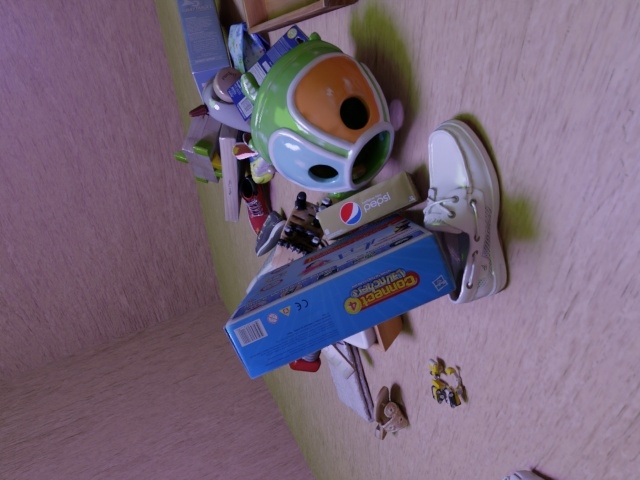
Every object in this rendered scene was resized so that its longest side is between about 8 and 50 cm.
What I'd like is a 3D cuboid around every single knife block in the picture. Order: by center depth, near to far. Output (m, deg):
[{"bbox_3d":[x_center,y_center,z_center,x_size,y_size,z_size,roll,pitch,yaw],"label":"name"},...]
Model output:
[{"bbox_3d":[-0.026,-0.047,0.979,0.276,0.088,0.242,-70,4,-55],"label":"knife block"}]

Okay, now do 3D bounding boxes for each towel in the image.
[{"bbox_3d":[0.083,0.421,1.350,0.187,0.049,0.282,2,110,67],"label":"towel"}]

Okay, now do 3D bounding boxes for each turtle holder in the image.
[{"bbox_3d":[0.003,-0.185,0.793,0.227,0.243,0.320,41,138,21],"label":"turtle holder"}]

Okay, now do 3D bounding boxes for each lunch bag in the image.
[{"bbox_3d":[-0.201,-0.521,1.184,0.129,0.096,0.151,38,151,54],"label":"lunch bag"}]

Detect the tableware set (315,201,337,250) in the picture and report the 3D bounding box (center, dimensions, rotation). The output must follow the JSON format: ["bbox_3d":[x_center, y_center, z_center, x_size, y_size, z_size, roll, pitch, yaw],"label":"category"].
[{"bbox_3d":[0.000,0.000,1.211,0.128,0.039,0.194,51,151,40],"label":"tableware set"}]

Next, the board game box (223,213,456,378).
[{"bbox_3d":[0.028,0.068,0.708,0.302,0.308,0.086,-78,-37,-82],"label":"board game box"}]

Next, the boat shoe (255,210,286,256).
[{"bbox_3d":[-0.187,-0.022,1.537,0.069,0.081,0.228,52,137,11],"label":"boat shoe"}]

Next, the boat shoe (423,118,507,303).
[{"bbox_3d":[0.201,-0.036,0.632,0.098,0.096,0.277,2,110,66],"label":"boat shoe"}]

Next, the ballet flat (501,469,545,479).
[{"bbox_3d":[0.342,0.442,0.723,0.247,0.083,0.087,101,158,-48],"label":"ballet flat"}]

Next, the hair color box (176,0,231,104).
[{"bbox_3d":[-0.349,-0.606,1.312,0.185,0.113,0.374,94,161,-70],"label":"hair color box"}]

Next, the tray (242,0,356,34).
[{"bbox_3d":[-0.071,-0.561,0.877,0.411,0.076,0.203,31,135,56],"label":"tray"}]

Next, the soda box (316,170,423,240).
[{"bbox_3d":[0.089,-0.060,0.778,0.061,0.181,0.058,-5,-108,-68],"label":"soda box"}]

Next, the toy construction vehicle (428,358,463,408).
[{"bbox_3d":[0.255,0.292,0.868,0.086,0.035,0.098,-158,54,-76],"label":"toy construction vehicle"}]

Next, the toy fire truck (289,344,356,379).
[{"bbox_3d":[-0.007,0.322,1.265,0.246,0.158,0.217,-105,30,-60],"label":"toy fire truck"}]

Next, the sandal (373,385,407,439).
[{"bbox_3d":[0.193,0.471,1.132,0.079,0.088,0.240,18,139,24],"label":"sandal"}]

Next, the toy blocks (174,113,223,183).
[{"bbox_3d":[-0.400,-0.387,1.588,0.381,0.191,0.261,126,160,-77],"label":"toy blocks"}]

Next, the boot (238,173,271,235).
[{"bbox_3d":[-0.236,-0.112,1.531,0.176,0.088,0.244,-90,-12,-77],"label":"boot"}]

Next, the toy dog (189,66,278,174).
[{"bbox_3d":[-0.220,-0.303,1.161,0.333,0.161,0.220,44,163,1],"label":"toy dog"}]

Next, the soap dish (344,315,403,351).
[{"bbox_3d":[0.072,0.130,1.044,0.291,0.118,0.229,-5,103,67],"label":"soap dish"}]

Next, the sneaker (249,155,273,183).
[{"bbox_3d":[-0.196,-0.274,1.379,0.126,0.091,0.240,69,159,6],"label":"sneaker"}]

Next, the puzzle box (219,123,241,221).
[{"bbox_3d":[-0.302,-0.296,1.506,0.409,0.052,0.272,103,170,-53],"label":"puzzle box"}]

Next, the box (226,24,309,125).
[{"bbox_3d":[-0.109,-0.382,0.994,0.036,0.225,0.136,30,-155,-55],"label":"box"}]

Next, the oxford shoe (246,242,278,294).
[{"bbox_3d":[-0.167,0.127,1.604,0.130,0.169,0.449,35,147,-2],"label":"oxford shoe"}]
